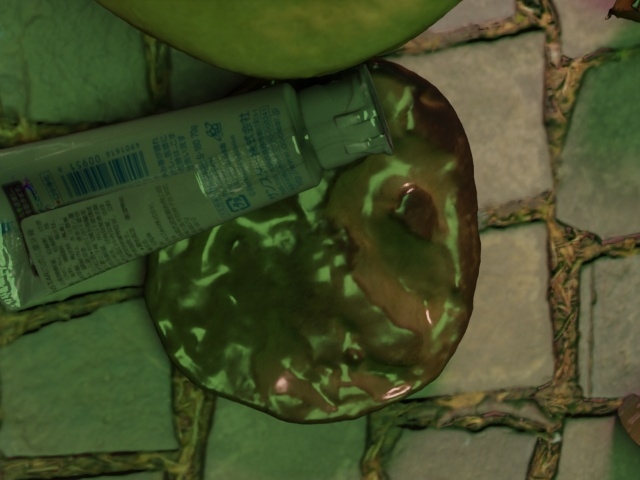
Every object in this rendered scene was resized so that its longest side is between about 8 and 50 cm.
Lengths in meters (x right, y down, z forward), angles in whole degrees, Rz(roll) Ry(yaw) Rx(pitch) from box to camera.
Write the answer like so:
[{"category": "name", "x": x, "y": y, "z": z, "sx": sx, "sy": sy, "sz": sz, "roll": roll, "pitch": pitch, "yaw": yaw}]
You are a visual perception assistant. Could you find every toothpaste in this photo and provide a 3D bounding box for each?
[{"category": "toothpaste", "x": -0.101, "y": -0.045, "z": 0.994, "sx": 0.299, "sy": 0.073, "sz": 0.114, "roll": -17, "pitch": 103, "yaw": 8}]

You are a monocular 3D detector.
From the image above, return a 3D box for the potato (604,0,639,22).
[{"category": "potato", "x": 0.336, "y": -0.219, "z": 1.141, "sx": 0.243, "sy": 0.098, "sz": 0.138, "roll": 10, "pitch": 98, "yaw": -24}]

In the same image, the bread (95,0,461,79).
[{"category": "bread", "x": -0.027, "y": -0.261, "z": 0.889, "sx": 0.320, "sy": 0.237, "sz": 0.321, "roll": 4, "pitch": 111, "yaw": 9}]

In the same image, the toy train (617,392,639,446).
[{"category": "toy train", "x": 0.421, "y": 0.182, "z": 1.272, "sx": 0.202, "sy": 0.131, "sz": 0.299, "roll": -48, "pitch": 116, "yaw": -1}]

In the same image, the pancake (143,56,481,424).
[{"category": "pancake", "x": 0.000, "y": 0.000, "z": 1.096, "sx": 0.294, "sy": 0.049, "sz": 0.295, "roll": -7, "pitch": 109, "yaw": -20}]
